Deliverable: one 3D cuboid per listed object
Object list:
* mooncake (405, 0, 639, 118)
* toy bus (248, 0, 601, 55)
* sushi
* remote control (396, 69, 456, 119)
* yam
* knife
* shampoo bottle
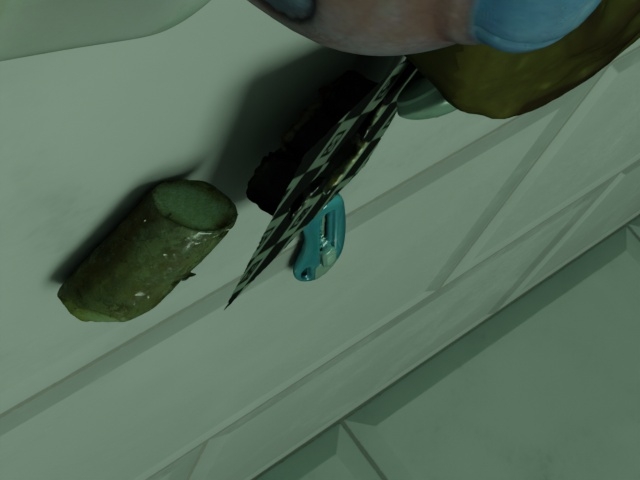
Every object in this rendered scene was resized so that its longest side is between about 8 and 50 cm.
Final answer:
[{"bbox_3d":[0.159,-0.207,0.723,0.284,0.155,0.284,-34,163,-12],"label":"mooncake"},{"bbox_3d":[0.051,-0.182,0.384,0.294,0.232,0.197,-32,165,-23],"label":"toy bus"},{"bbox_3d":[-0.002,-0.078,0.933,0.219,0.047,0.231,-47,173,-36],"label":"sushi"},{"bbox_3d":[0.154,-0.179,0.912,0.256,0.045,0.097,-47,-162,-13],"label":"remote control"},{"bbox_3d":[-0.131,0.014,0.873,0.146,0.070,0.069,-45,164,20],"label":"yam"},{"bbox_3d":[0.000,0.000,1.214,0.064,0.031,0.222,-31,164,-11],"label":"knife"},{"bbox_3d":[-0.085,-0.138,0.550,0.220,0.051,0.108,-21,156,-47],"label":"shampoo bottle"}]
